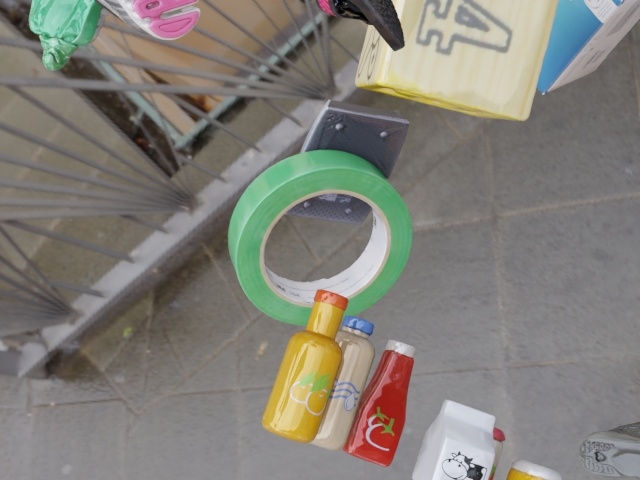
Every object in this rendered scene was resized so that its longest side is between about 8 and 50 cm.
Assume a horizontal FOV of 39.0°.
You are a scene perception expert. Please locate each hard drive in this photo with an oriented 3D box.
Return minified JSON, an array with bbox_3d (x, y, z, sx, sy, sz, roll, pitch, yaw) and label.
[{"bbox_3d":[0.040,-0.139,1.619,0.054,0.172,0.254,-99,24,-43],"label":"hard drive"}]

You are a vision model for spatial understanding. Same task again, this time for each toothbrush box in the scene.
[{"bbox_3d":[0.332,-0.404,1.330,0.126,0.216,0.295,-27,73,-28],"label":"toothbrush box"}]

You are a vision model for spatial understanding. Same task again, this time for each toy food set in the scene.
[{"bbox_3d":[0.075,0.124,0.675,0.232,0.111,0.104,21,80,-10],"label":"toy food set"}]

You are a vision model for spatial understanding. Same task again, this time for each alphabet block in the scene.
[{"bbox_3d":[0.165,-0.266,1.119,0.194,0.192,0.197,12,98,-7],"label":"alphabet block"}]

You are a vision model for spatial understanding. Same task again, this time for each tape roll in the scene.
[{"bbox_3d":[0.000,0.000,1.597,0.321,0.321,0.077,-45,34,11],"label":"tape roll"}]

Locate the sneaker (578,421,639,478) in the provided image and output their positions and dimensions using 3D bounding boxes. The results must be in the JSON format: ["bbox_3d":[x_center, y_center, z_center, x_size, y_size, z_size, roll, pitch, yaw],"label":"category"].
[{"bbox_3d":[0.511,0.314,1.322,0.228,0.130,0.087,-3,95,47],"label":"sneaker"}]

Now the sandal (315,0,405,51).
[{"bbox_3d":[0.007,-0.213,0.721,0.040,0.179,0.067,-31,43,27],"label":"sandal"}]

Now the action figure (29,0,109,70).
[{"bbox_3d":[-0.261,-0.296,1.011,0.137,0.063,0.232,19,80,9],"label":"action figure"}]

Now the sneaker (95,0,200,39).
[{"bbox_3d":[-0.155,-0.210,0.625,0.063,0.170,0.075,-45,22,-17],"label":"sneaker"}]
